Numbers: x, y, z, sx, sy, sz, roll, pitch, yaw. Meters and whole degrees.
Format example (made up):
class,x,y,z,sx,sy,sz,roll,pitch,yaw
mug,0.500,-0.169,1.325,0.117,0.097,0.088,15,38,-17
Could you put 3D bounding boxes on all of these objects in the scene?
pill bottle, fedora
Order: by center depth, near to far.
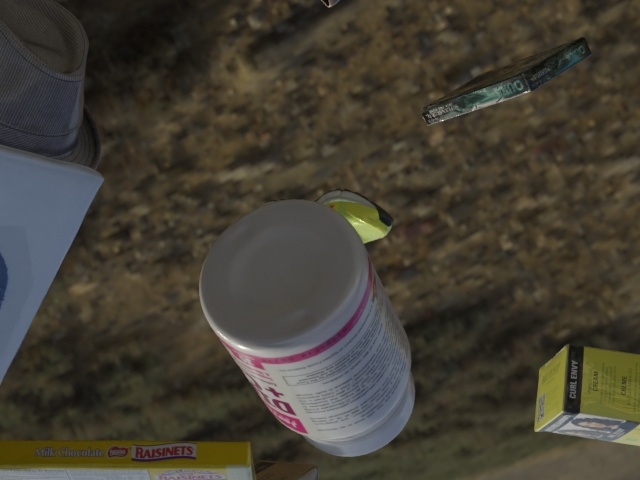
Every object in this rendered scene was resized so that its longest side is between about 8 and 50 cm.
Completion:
class,x,y,z,sx,sy,sz,roll,pitch,yaw
pill bottle,-0.001,0.097,1.476,0.160,0.160,0.283,-27,145,1
fedora,-0.337,-0.194,1.677,0.244,0.275,0.124,9,127,-40

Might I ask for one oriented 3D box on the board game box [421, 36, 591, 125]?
class,x,y,z,sx,sy,sz,roll,pitch,yaw
board game box,0.225,-0.194,1.851,0.126,0.026,0.186,-33,-169,-36

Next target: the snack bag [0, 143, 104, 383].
class,x,y,z,sx,sy,sz,roll,pitch,yaw
snack bag,-0.345,0.034,0.903,0.343,0.037,0.323,16,123,-25

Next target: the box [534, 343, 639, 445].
class,x,y,z,sx,sy,sz,roll,pitch,yaw
box,0.291,0.132,1.176,0.232,0.058,0.087,9,161,-6

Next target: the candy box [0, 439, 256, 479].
class,x,y,z,sx,sy,sz,roll,pitch,yaw
candy box,-0.155,0.185,1.197,0.206,0.027,0.105,0,152,1

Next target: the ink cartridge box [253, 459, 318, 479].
class,x,y,z,sx,sy,sz,roll,pitch,yaw
ink cartridge box,-0.080,0.388,1.712,0.088,0.234,0.193,1,-171,31

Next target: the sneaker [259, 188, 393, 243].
class,x,y,z,sx,sy,sz,roll,pitch,yaw
sneaker,0.000,0.000,1.823,0.208,0.094,0.081,-9,143,42

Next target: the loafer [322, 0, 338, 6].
class,x,y,z,sx,sy,sz,roll,pitch,yaw
loafer,-0.016,-0.396,2.216,0.039,0.125,0.045,-53,-168,-21
